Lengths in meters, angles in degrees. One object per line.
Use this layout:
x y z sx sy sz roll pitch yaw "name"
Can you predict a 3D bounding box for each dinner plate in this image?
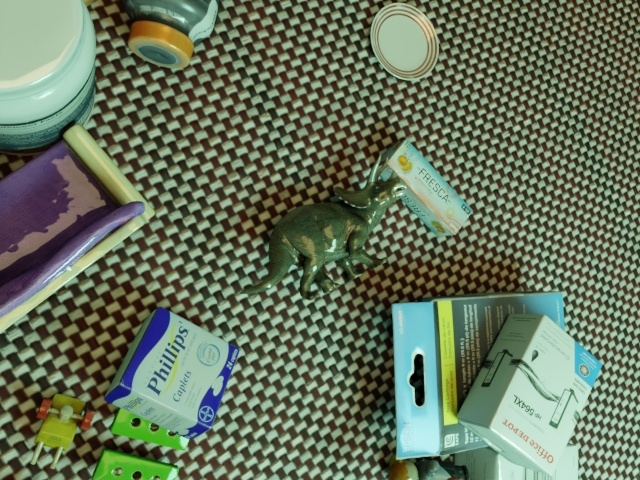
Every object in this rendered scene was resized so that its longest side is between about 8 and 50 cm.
0.150 -0.357 0.998 0.141 0.017 0.141 1 88 -22 "dinner plate"

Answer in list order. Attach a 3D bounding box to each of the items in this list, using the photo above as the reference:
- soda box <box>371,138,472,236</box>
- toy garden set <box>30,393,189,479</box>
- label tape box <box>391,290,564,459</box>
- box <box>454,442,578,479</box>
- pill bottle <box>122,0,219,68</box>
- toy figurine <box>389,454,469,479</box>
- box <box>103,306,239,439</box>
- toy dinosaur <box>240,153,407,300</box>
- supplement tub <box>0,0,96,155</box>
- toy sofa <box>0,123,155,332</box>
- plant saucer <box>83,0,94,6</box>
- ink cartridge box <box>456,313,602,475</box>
0.179 -0.090 0.972 0.183 0.058 0.063 44 72 -15 "soda box"
-0.313 0.336 0.755 0.204 0.049 0.244 23 79 -21 "toy garden set"
0.259 0.219 0.961 0.348 0.115 0.249 -1 87 -20 "label tape box"
0.341 0.440 0.975 0.181 0.119 0.181 4 86 -22 "box"
-0.204 -0.378 0.794 0.131 0.130 0.245 14 82 -21 "pill bottle"
0.171 0.458 0.860 0.148 0.209 0.212 6 91 -6 "toy figurine"
-0.202 0.184 0.769 0.137 0.072 0.126 32 47 -17 "box"
0.000 0.000 0.882 0.314 0.121 0.160 -24 84 -17 "toy dinosaur"
-0.363 -0.214 0.642 0.191 0.272 0.191 2 86 -22 "supplement tub"
-0.394 0.022 0.669 0.362 0.177 0.150 -41 103 -18 "toy sofa"
-0.392 -0.418 0.769 0.200 0.037 0.199 1 87 -22 "plant saucer"
0.333 0.240 0.879 0.148 0.086 0.203 38 71 -15 "ink cartridge box"
